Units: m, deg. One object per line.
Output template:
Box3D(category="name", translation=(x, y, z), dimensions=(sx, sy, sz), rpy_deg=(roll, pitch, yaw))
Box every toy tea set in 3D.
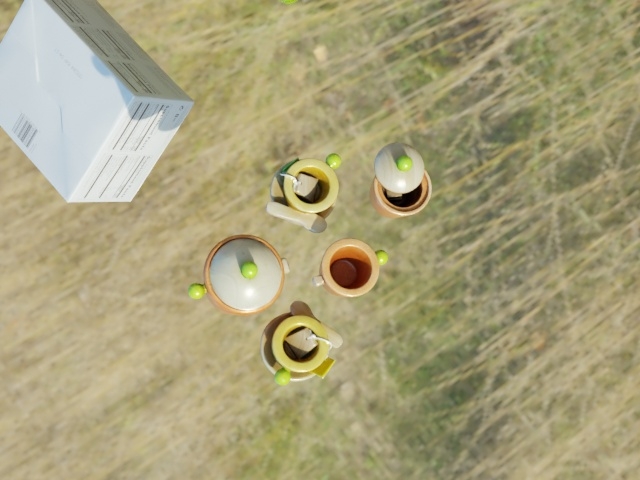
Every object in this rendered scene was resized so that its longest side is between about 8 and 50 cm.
Box3D(category="toy tea set", translation=(0.000, 0.000, 1.503), dimensions=(0.200, 0.336, 0.124), rpy_deg=(36, 164, -4))

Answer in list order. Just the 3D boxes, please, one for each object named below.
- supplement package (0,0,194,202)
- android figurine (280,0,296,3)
Box3D(category="supplement package", translation=(-0.360, -0.215, 1.890), dimensions=(0.262, 0.145, 0.204), rpy_deg=(46, 114, 23))
Box3D(category="android figurine", translation=(-0.021, -0.471, 1.836), dimensions=(0.273, 0.056, 0.248), rpy_deg=(27, 108, -5))
